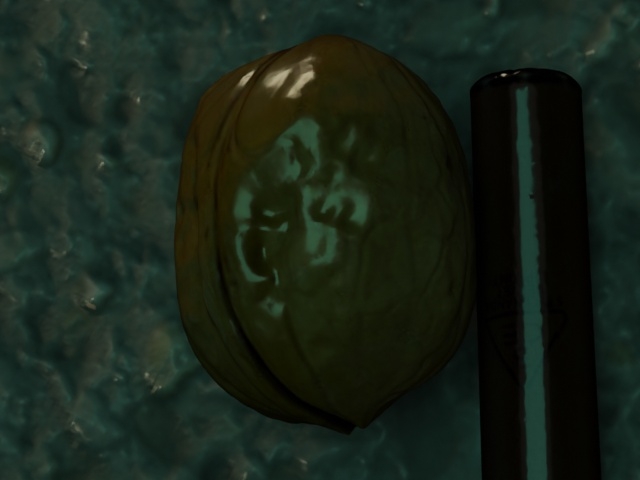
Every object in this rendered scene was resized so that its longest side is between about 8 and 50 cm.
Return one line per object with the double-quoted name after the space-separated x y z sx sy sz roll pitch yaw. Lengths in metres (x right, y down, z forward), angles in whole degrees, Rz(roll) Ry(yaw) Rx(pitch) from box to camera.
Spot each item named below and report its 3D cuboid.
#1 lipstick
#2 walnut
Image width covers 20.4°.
0.100 0.099 0.811 0.057 0.057 0.357 -4 81 16 "lipstick"
0.000 0.000 0.816 0.144 0.144 0.180 -10 82 14 "walnut"
